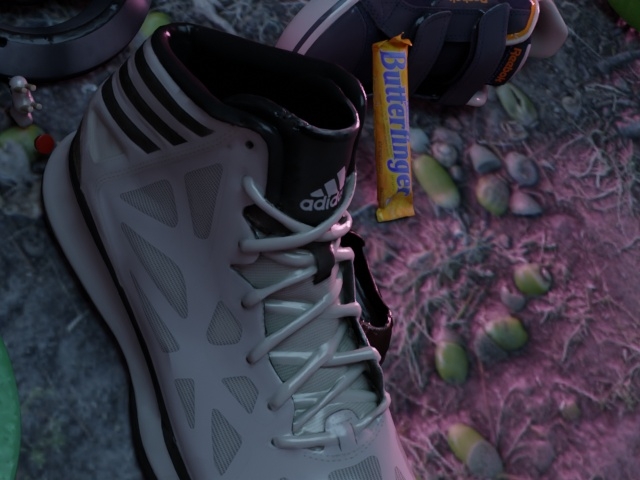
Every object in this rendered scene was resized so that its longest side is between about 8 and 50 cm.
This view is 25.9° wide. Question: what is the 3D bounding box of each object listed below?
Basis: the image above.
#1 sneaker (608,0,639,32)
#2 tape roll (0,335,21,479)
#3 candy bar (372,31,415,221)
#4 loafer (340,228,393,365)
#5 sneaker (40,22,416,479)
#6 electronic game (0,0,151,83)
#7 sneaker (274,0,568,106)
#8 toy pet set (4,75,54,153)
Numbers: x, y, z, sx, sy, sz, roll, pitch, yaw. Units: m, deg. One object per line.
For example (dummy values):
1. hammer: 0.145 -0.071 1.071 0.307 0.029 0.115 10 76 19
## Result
1. sneaker: 0.462 -0.274 1.490 0.483 0.185 0.202 35 33 -9
2. tape roll: -0.349 0.116 0.849 0.321 0.077 0.321 13 57 -20
3. candy bar: 0.061 -0.095 1.180 0.040 0.018 0.161 -14 112 -31
4. loafer: 0.000 0.000 1.105 0.080 0.078 0.220 -22 74 -36
5. sneaker: -0.031 0.048 0.942 0.169 0.257 0.447 -23 74 -36
6. electronic game: -0.246 -0.232 1.133 0.229 0.048 0.229 9 66 -21
7. sneaker: 0.106 -0.186 1.247 0.321 0.126 0.127 -26 70 -39
8. toy pet set: -0.278 -0.106 1.047 0.122 0.065 0.114 -22 112 -33
